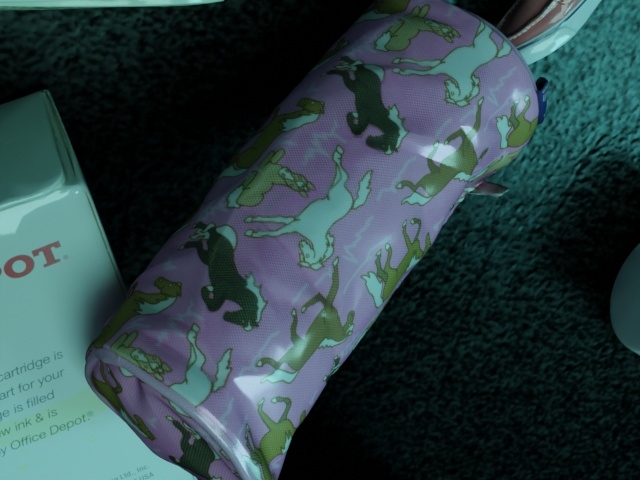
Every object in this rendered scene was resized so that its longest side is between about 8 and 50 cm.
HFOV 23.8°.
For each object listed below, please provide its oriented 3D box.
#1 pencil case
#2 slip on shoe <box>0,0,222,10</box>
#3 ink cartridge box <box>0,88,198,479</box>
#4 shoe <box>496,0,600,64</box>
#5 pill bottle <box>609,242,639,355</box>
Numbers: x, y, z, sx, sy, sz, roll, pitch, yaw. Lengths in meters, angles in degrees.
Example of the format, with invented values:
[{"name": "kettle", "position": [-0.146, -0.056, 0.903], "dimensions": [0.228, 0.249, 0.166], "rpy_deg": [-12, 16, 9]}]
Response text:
[{"name": "pencil case", "position": [0.000, 0.000, 1.062], "dimensions": [0.167, 0.160, 0.386], "rpy_deg": [38, 67, 3]}, {"name": "slip on shoe", "position": [-0.223, -0.202, 0.993], "dimensions": [0.331, 0.123, 0.101], "rpy_deg": [-4, 99, -17]}, {"name": "ink cartridge box", "position": [-0.262, 0.116, 1.132], "dimensions": [0.279, 0.160, 0.385], "rpy_deg": [-20, 125, -8]}, {"name": "shoe", "position": [0.184, -0.215, 1.150], "dimensions": [0.178, 0.063, 0.081], "rpy_deg": [-42, 123, 2]}, {"name": "pill bottle", "position": [0.389, 0.093, 1.352], "dimensions": [0.264, 0.153, 0.153], "rpy_deg": [30, 107, -31]}]
